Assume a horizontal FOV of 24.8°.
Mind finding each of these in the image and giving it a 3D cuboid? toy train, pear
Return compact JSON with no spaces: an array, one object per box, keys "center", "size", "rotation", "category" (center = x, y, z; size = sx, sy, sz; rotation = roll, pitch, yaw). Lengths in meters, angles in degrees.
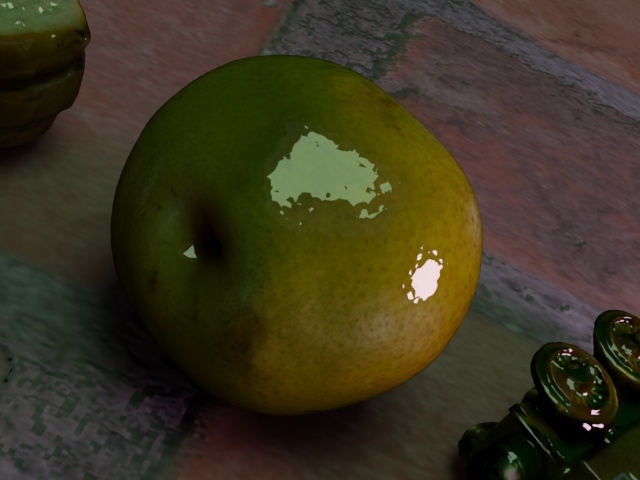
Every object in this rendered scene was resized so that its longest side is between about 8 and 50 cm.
[{"center":[0.169,0.107,0.742],"size":[0.225,0.090,0.137],"rotation":[-20,63,-47],"category":"toy train"},{"center":[0.000,0.000,0.720],"size":[0.180,0.166,0.216],"rotation":[30,10,27],"category":"pear"}]

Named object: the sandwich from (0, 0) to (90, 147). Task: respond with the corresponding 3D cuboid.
[{"center":[-0.272,-0.139,0.759],"size":[0.273,0.095,0.249],"rotation":[-10,48,-40],"category":"sandwich"}]
